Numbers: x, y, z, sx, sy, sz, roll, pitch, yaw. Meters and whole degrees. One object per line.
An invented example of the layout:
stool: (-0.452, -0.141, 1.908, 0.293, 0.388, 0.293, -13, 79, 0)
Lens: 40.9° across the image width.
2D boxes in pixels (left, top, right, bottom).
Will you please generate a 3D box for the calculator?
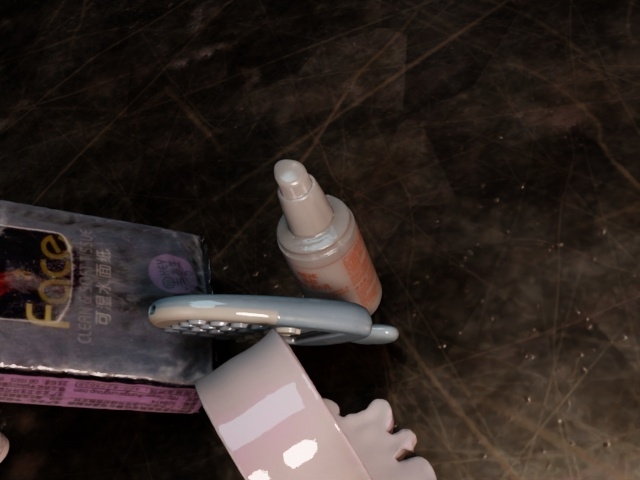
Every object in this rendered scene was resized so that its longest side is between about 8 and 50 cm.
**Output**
calculator: (-0.050, 0.096, 1.008, 0.188, 0.302, 0.042, -24, 64, 60)

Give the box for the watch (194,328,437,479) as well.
watch: (-0.004, 0.211, 0.886, 0.196, 0.231, 0.244, -32, 42, -9)

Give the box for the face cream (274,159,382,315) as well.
face cream: (0.000, 0.000, 1.055, 0.101, 0.252, 0.101, -11, 48, 12)

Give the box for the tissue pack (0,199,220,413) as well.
tissue pack: (-0.317, 0.084, 1.071, 0.361, 0.122, 0.259, 11, 44, -23)

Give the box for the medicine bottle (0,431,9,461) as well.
medicine bottle: (-0.452, 0.258, 1.122, 0.052, 0.089, 0.052, -12, 47, 13)
